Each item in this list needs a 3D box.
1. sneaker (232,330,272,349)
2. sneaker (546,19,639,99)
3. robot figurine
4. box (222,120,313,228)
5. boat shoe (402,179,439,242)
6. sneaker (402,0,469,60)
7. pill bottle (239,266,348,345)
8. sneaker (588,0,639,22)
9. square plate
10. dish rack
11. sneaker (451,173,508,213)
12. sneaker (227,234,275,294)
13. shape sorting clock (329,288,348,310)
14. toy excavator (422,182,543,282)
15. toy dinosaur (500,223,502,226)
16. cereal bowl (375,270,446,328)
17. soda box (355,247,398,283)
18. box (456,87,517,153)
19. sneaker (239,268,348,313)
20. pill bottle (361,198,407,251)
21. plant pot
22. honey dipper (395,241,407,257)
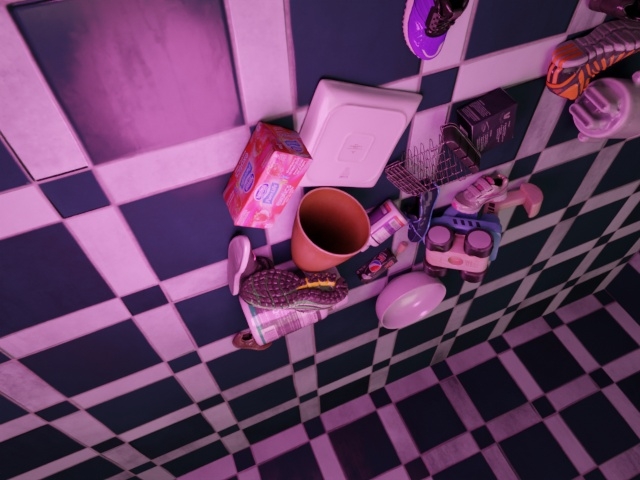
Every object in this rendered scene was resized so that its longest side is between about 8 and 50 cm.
[{"bbox_3d":[-0.272,0.414,1.922,0.188,0.066,0.071,6,132,-40],"label":"sneaker"},{"bbox_3d":[0.852,-0.557,1.437,0.320,0.125,0.180,-17,149,2],"label":"sneaker"},{"bbox_3d":[1.032,-0.456,1.597,0.353,0.200,0.300,-7,150,-27],"label":"robot figurine"},{"bbox_3d":[-0.146,-0.166,1.219,0.122,0.128,0.257,5,134,-39],"label":"box"},{"bbox_3d":[0.349,-0.108,1.679,0.088,0.109,0.259,-5,123,-19],"label":"boat shoe"},{"bbox_3d":[0.267,-0.521,1.035,0.102,0.146,0.293,-22,144,-8],"label":"sneaker"},{"bbox_3d":[-0.096,0.221,1.678,0.360,0.204,0.204,-22,145,-10],"label":"pill bottle"},{"bbox_3d":[0.898,-0.666,1.302,0.286,0.130,0.109,-15,141,-21],"label":"sneaker"},{"bbox_3d":[0.093,-0.276,1.314,0.347,0.049,0.344,-3,137,-31],"label":"square plate"},{"bbox_3d":[0.351,-0.241,1.466,0.271,0.074,0.208,-21,141,36],"label":"dish rack"},{"bbox_3d":[0.607,-0.189,1.744,0.252,0.103,0.111,-24,142,-18],"label":"sneaker"},{"bbox_3d":[-0.217,0.068,1.497,0.146,0.105,0.296,-13,148,-24],"label":"sneaker"},{"bbox_3d":[0.019,0.240,1.923,0.206,0.040,0.206,-16,144,-12],"label":"shape sorting clock"},{"bbox_3d":[0.639,-0.070,1.823,0.432,0.446,0.222,9,145,18],"label":"toy excavator"},{"bbox_3d":[0.781,-0.031,2.103,0.211,0.064,0.112,17,144,-35],"label":"toy dinosaur"},{"bbox_3d":[0.396,0.252,2.110,0.338,0.141,0.339,-19,145,-14],"label":"cereal bowl"},{"bbox_3d":[0.230,0.106,1.888,0.169,0.053,0.060,-39,144,14],"label":"soda box"},{"bbox_3d":[0.521,-0.367,1.453,0.158,0.093,0.156,-27,146,-1],"label":"box"},{"bbox_3d":[-0.091,0.185,1.489,0.343,0.134,0.146,6,147,-16],"label":"sneaker"},{"bbox_3d":[0.201,-0.048,1.625,0.193,0.108,0.108,-38,144,14],"label":"pill bottle"},{"bbox_3d":[0.000,0.000,1.472,0.237,0.237,0.254,-8,155,-27],"label":"plant pot"},{"bbox_3d":[0.316,0.065,1.921,0.030,0.031,0.161,-7,144,-28],"label":"honey dipper"}]
